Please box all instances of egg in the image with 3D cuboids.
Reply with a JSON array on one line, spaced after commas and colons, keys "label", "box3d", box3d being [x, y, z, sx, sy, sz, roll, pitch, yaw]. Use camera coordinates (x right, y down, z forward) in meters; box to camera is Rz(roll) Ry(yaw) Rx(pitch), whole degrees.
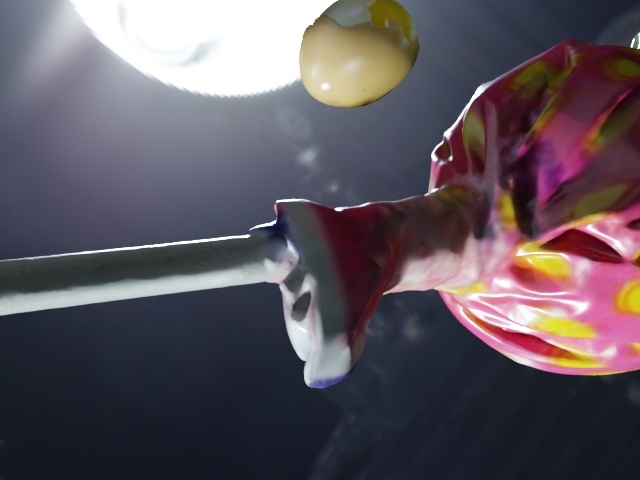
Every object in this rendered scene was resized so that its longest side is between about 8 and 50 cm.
[{"label": "egg", "box3d": [0.022, -0.123, 0.970, 0.083, 0.071, 0.071, -35, 179, -36]}]

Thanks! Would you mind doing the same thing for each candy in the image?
[{"label": "candy", "box3d": [0.000, 0.000, 0.465, 0.365, 0.124, 0.124, -6, 158, -37]}]

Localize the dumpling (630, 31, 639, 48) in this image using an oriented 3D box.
[{"label": "dumpling", "box3d": [0.184, -0.088, 0.643, 0.149, 0.105, 0.216, -141, -114, -73]}]
